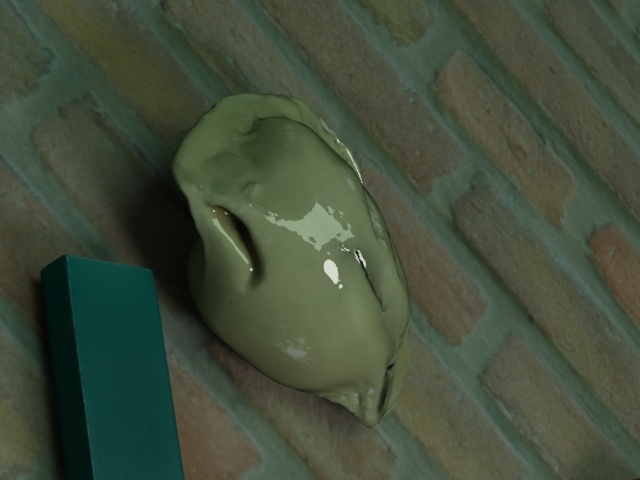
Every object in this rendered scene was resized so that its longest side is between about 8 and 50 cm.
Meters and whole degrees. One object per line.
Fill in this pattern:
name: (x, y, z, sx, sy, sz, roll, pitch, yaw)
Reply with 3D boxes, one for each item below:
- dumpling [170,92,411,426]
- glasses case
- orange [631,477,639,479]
dumpling: (0.000, 0.000, 1.843, 0.395, 0.233, 0.315, 51, 40, -25)
glasses case: (-0.201, 0.168, 1.686, 0.117, 0.070, 0.301, 12, 57, -42)
orange: (0.395, 0.354, 2.037, 0.156, 0.134, 0.157, 9, 73, -33)
